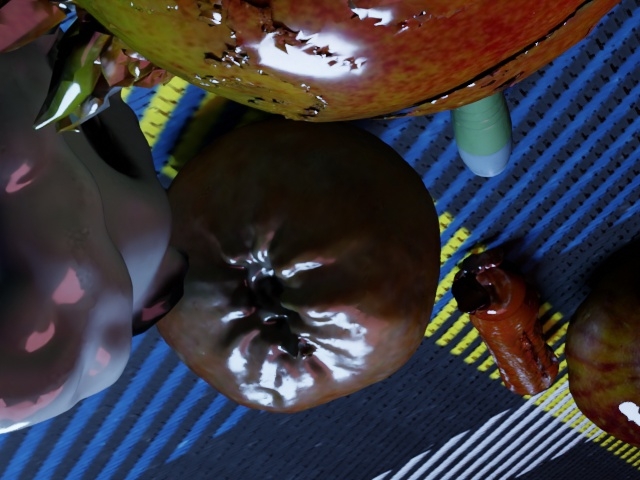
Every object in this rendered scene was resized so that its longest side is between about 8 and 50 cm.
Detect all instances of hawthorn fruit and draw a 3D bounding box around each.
[{"bbox_3d":[-0.015,0.005,0.879,0.149,0.149,0.189,-24,-165,-1],"label":"hawthorn fruit"}]

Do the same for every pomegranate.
[{"bbox_3d":[-0.006,-0.126,0.445,0.235,0.210,0.210,-35,157,20],"label":"pomegranate"}]

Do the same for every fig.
[{"bbox_3d":[0.277,0.082,1.356,0.175,0.175,0.207,-28,174,8],"label":"fig"}]

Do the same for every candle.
[{"bbox_3d":[0.143,0.067,1.304,0.051,0.048,0.329,-13,162,9],"label":"candle"}]

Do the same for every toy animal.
[{"bbox_3d":[-0.157,-0.025,0.571,0.204,0.156,0.208,-19,-157,-18],"label":"toy animal"}]

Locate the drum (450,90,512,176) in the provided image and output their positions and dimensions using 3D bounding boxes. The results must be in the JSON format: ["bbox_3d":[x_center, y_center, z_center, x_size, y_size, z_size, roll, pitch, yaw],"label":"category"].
[{"bbox_3d":[0.086,-0.096,0.832,0.130,0.049,0.253,-30,159,15],"label":"drum"}]
